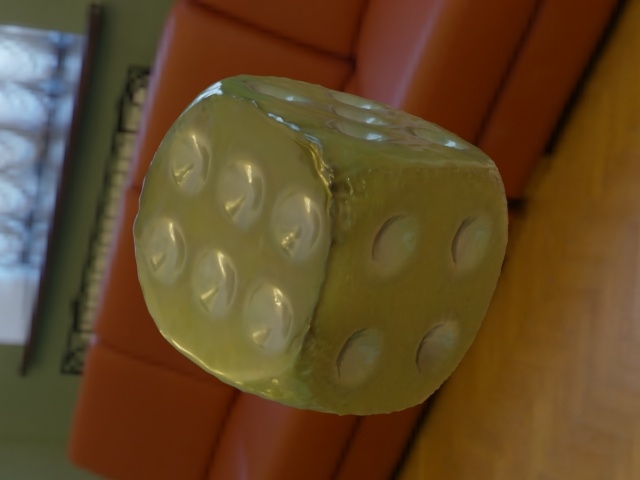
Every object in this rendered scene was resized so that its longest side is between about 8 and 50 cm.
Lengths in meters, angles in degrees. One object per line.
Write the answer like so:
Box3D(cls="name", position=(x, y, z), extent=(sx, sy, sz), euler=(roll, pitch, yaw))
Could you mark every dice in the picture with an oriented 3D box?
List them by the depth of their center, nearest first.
Box3D(cls="dice", position=(0.000, 0.000, 0.927), extent=(0.169, 0.169, 0.166), euler=(28, 108, 39))
